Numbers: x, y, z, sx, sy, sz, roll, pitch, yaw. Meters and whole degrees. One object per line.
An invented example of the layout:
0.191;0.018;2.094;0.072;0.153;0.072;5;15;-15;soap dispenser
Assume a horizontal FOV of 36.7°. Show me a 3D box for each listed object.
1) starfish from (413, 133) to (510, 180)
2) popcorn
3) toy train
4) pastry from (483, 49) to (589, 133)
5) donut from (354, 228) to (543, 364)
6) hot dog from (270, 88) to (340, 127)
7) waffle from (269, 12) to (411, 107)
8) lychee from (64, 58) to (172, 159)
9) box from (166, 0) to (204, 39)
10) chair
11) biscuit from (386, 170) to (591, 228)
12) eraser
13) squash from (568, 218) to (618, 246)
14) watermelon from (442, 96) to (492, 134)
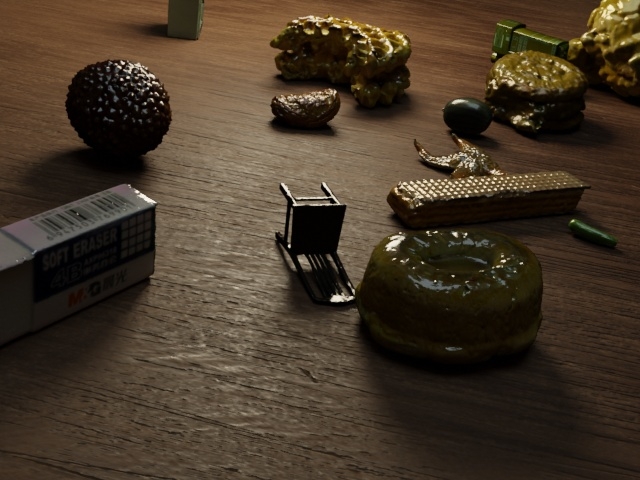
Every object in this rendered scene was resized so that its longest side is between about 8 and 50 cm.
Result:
0.267;-0.152;1.870;0.138;0.050;0.247;-1;22;-16;starfish
0.766;-0.491;2.437;0.332;0.265;0.225;2;26;31;popcorn
0.537;-0.470;2.453;0.225;0.137;0.090;27;33;35;toy train
0.488;-0.345;2.204;0.235;0.132;0.240;-12;32;-35;pastry
0.185;0.073;1.320;0.261;0.128;0.208;-6;31;-23;donut
-0.031;-0.276;2.006;0.147;0.065;0.099;-12;32;-13;hot dog
0.062;-0.427;2.241;0.324;0.151;0.261;26;36;30;waffle
-0.356;-0.223;1.711;0.188;0.188;0.188;6;27;-3;lychee
-0.337;-0.638;2.448;0.086;0.225;0.129;6;27;-5;box
0.000;0.000;1.439;0.084;0.101;0.212;-3;28;-19;chair
0.300;-0.077;1.718;0.379;0.054;0.094;-6;29;-25;biscuit
-0.342;0.028;1.266;0.086;0.130;0.287;27;31;26;eraser
0.471;-0.011;1.670;0.089;0.027;0.027;27;32;26;squash
0.312;-0.267;2.064;0.111;0.078;0.078;10;27;16;watermelon
